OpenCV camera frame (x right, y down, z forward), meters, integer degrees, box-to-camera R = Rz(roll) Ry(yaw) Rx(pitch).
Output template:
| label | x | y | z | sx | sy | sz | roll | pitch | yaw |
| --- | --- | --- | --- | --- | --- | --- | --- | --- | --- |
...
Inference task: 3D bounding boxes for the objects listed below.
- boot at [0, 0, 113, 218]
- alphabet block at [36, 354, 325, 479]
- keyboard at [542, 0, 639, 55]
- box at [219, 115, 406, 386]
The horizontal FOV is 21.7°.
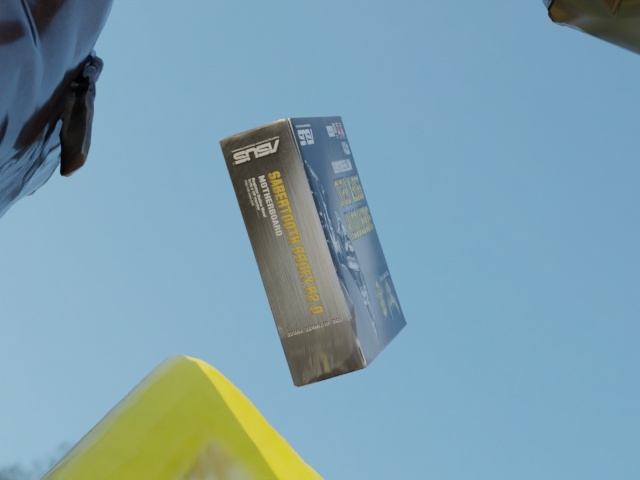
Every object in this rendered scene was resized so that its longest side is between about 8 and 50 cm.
| label | x | y | z | sx | sy | sz | roll | pitch | yaw |
| --- | --- | --- | --- | --- | --- | --- | --- | --- | --- |
| boot | -0.100 | -0.046 | 0.343 | 0.090 | 0.207 | 0.248 | 30 | -48 | 3 |
| alphabet block | -0.061 | 0.181 | 0.427 | 0.193 | 0.192 | 0.197 | 46 | -68 | -3 |
| keyboard | 0.244 | -0.071 | 0.676 | 0.317 | 0.033 | 0.201 | 21 | -6 | 5 |
| box | 0.000 | 0.000 | 1.251 | 0.231 | 0.056 | 0.183 | -21 | 93 | -79 |
